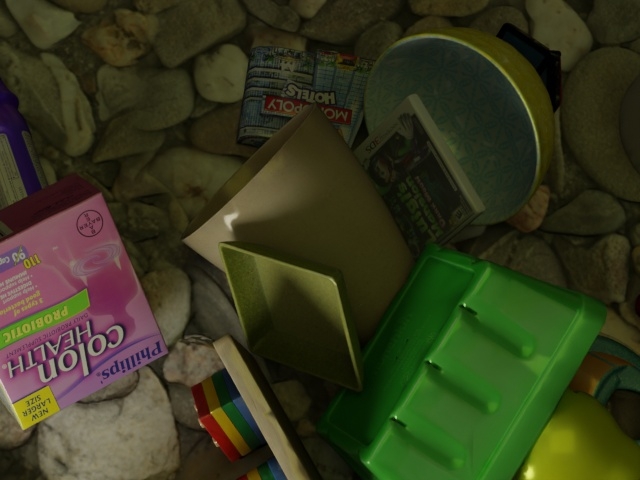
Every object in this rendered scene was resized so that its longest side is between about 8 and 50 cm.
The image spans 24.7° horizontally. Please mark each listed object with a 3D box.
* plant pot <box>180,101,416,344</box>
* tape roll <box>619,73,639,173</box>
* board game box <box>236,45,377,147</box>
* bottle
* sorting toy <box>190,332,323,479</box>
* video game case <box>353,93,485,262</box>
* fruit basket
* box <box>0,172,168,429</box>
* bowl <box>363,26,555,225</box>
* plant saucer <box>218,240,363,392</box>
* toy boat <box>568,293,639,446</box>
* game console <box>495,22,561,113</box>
[{"bbox_3d":[0.000,0.000,1.958,0.274,0.256,0.256,44,69,-9],"label":"plant pot"},{"bbox_3d":[0.583,-0.192,2.148,0.246,0.169,0.246,3,71,-8],"label":"tape roll"},{"bbox_3d":[-0.016,-0.176,2.094,0.194,0.060,0.194,9,69,-7],"label":"board game box"},{"bbox_3d":[-0.429,-0.114,1.968,0.092,0.118,0.283,-18,76,-15],"label":"bottle"},{"bbox_3d":[-0.075,0.263,1.838,0.089,0.255,0.257,-30,78,-2],"label":"sorting toy"},{"bbox_3d":[0.129,-0.080,2.030,0.022,0.173,0.190,-21,75,-38],"label":"video game case"},{"bbox_3d":[0.238,0.227,1.867,0.392,0.283,0.392,-4,100,-23],"label":"fruit basket"},{"bbox_3d":[-0.344,0.075,1.856,0.213,0.117,0.243,-27,115,-18],"label":"box"},{"bbox_3d":[0.221,-0.182,2.043,0.289,0.289,0.156,46,49,7],"label":"bowl"},{"bbox_3d":[-0.026,0.084,1.828,0.188,0.188,0.045,17,46,35],"label":"plant saucer"},{"bbox_3d":[0.419,0.171,2.005,0.267,0.148,0.318,33,69,2],"label":"toy boat"},{"bbox_3d":[0.288,-0.227,2.120,0.085,0.144,0.124,5,70,-8],"label":"game console"}]
